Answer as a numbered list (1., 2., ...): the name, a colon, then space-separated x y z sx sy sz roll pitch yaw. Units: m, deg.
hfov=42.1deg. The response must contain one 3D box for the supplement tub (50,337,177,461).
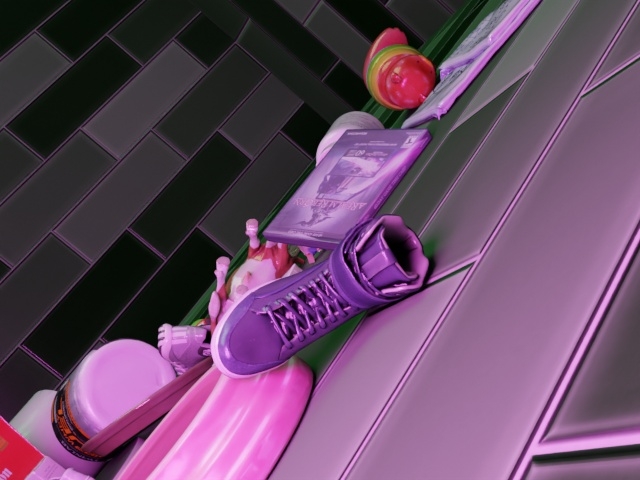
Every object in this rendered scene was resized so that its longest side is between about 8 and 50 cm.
1. supplement tub: -0.439 0.342 1.729 0.207 0.207 0.338 -54 8 -35

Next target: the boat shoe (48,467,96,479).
1. boat shoe: -0.432 0.421 1.387 0.066 0.063 0.184 -54 9 -35

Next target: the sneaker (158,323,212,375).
1. sneaker: -0.215 0.214 1.594 0.228 0.132 0.086 62 -158 -68

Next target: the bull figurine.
1. bull figurine: -0.113 0.063 1.511 0.188 0.101 0.310 89 -161 -46

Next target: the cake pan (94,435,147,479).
1. cake pan: -0.356 0.435 1.339 0.293 0.054 0.293 -49 7 8

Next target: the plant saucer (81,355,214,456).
1. plant saucer: -0.288 0.293 1.452 0.278 0.041 0.278 -35 -4 -3

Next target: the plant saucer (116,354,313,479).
1. plant saucer: -0.143 0.243 0.901 0.332 0.084 0.332 -48 7 8

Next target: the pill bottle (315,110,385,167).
1. pill bottle: 0.061 -0.174 1.687 0.131 0.131 0.229 -46 7 23

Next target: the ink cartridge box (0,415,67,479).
1. ink cartridge box: -0.649 0.545 1.720 0.296 0.261 0.066 -47 6 22

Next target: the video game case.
1. video game case: 0.045 -0.094 1.421 0.196 0.026 0.274 8 51 46

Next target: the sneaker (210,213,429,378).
1. sneaker: 0.004 0.052 0.817 0.226 0.086 0.163 -31 -1 -28

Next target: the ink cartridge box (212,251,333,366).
1. ink cartridge box: -0.069 0.104 1.327 0.171 0.056 0.235 -46 9 30

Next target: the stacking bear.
1. stacking bear: 0.191 -0.375 1.913 0.164 0.175 0.289 -46 15 10

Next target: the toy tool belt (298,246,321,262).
1. toy tool belt: 0.000 0.000 1.522 0.083 0.051 0.052 -39 -19 9

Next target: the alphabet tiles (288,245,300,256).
1. alphabet tiles: -0.063 0.024 1.913 0.237 0.009 0.198 -51 7 -18

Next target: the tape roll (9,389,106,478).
1. tape roll: -0.640 0.501 1.992 0.246 0.246 0.169 -42 9 46

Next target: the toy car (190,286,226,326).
1. toy car: -0.292 0.213 2.148 0.225 0.053 0.239 -42 10 46

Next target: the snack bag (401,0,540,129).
1. snack bag: 0.292 -0.360 1.638 0.342 0.037 0.323 -50 7 -4
